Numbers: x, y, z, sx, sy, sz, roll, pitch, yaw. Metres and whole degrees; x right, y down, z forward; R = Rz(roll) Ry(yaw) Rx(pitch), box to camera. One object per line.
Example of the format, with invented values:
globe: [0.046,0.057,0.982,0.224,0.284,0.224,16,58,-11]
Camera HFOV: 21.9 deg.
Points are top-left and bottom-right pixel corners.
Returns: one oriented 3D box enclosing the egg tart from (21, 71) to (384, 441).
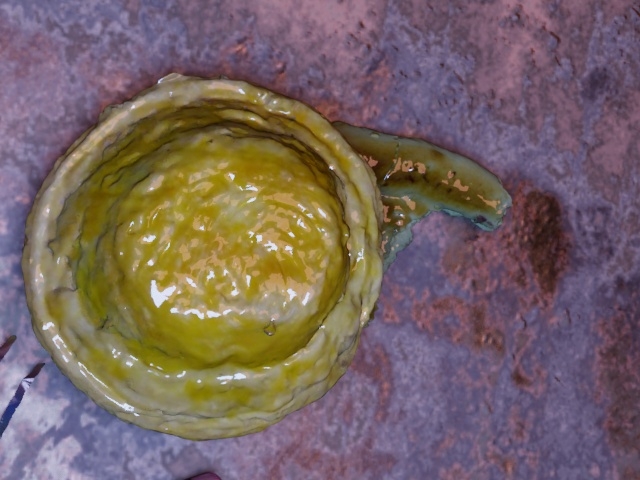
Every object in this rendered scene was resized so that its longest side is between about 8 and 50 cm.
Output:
egg tart: [-0.083,0.006,1.349,0.319,0.128,0.319,3,78,-14]

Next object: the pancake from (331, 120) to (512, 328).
pancake: [0.001,-0.001,1.467,0.376,0.054,0.197,-20,92,-17]

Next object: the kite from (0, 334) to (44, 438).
kite: [-0.303,0.182,1.363,0.127,0.016,0.229,39,73,-30]

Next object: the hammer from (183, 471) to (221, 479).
hammer: [-0.119,0.226,1.413,0.083,0.043,0.043,-16,90,-20]
